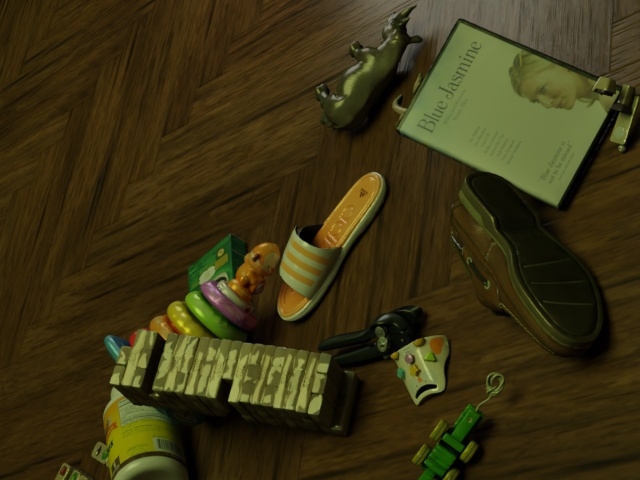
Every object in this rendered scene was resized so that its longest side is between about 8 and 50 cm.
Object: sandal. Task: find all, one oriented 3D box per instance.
[{"bbox_3d":[-0.004,-0.004,2.083,0.265,0.076,0.102,-57,33,3],"label":"sandal"}]

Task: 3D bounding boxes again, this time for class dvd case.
[{"bbox_3d":[0.249,-0.171,1.815,0.253,0.022,0.180,27,86,22],"label":"dvd case"}]

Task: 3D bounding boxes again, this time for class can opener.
[{"bbox_3d":[0.067,0.143,1.906,0.186,0.073,0.059,-28,82,42],"label":"can opener"}]

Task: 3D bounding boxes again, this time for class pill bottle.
[{"bbox_3d":[-0.277,0.312,2.144,0.117,0.117,0.215,-45,35,19],"label":"pill bottle"}]

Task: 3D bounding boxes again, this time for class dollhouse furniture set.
[{"bbox_3d":[0.396,-0.145,1.688,0.114,0.091,0.081,26,100,54],"label":"dollhouse furniture set"}]

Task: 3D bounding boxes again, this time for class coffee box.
[{"bbox_3d":[-0.168,0.090,2.252,0.113,0.040,0.184,-39,37,27],"label":"coffee box"}]

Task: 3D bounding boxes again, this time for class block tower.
[{"bbox_3d":[-0.121,0.197,1.921,0.336,0.097,0.091,6,66,20],"label":"block tower"}]

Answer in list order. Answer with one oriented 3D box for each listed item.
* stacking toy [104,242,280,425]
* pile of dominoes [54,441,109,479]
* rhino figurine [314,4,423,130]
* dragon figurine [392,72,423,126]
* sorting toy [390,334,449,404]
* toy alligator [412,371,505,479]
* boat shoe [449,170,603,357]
[{"bbox_3d":[-0.163,0.122,2.101,0.302,0.175,0.166,-48,60,4],"label":"stacking toy"},{"bbox_3d":[-0.374,0.438,2.239,0.251,0.040,0.196,15,75,56],"label":"pile of dominoes"},{"bbox_3d":[0.083,-0.277,2.196,0.243,0.073,0.106,-53,30,6],"label":"rhino figurine"},{"bbox_3d":[0.194,-0.172,1.952,0.085,0.144,0.289,-66,16,-11],"label":"dragon figurine"},{"bbox_3d":[0.134,0.174,1.804,0.083,0.045,0.075,-35,59,31],"label":"sorting toy"},{"bbox_3d":[0.169,0.240,1.689,0.189,0.056,0.051,-55,-7,5],"label":"toy alligator"},{"bbox_3d":[0.251,0.047,1.705,0.307,0.111,0.104,-113,35,-45],"label":"boat shoe"}]
